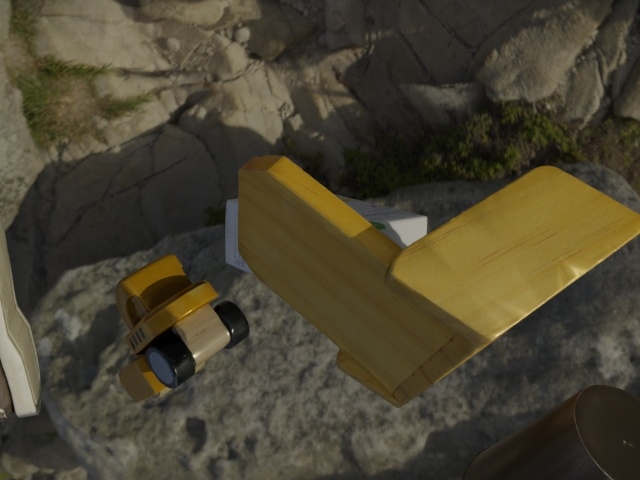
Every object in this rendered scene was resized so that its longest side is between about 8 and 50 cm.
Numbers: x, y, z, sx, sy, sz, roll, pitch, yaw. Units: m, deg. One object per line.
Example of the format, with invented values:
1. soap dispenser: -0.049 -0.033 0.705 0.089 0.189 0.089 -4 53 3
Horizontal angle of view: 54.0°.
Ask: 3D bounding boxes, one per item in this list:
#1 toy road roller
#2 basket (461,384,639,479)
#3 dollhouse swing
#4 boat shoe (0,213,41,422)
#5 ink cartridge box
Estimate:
1. toy road roller: -0.326 0.178 1.329 0.240 0.202 0.329 55 141 3
2. basket: 0.279 0.278 0.716 0.154 0.204 0.227 28 133 2
3. dollhouse swing: 0.110 0.006 0.773 0.305 0.315 0.347 53 160 17
4. boat shoe: -0.378 0.046 0.662 0.097 0.116 0.324 -10 107 -16
5. ink cartridge box: 0.000 0.000 1.016 0.278 0.201 0.117 18 112 49
